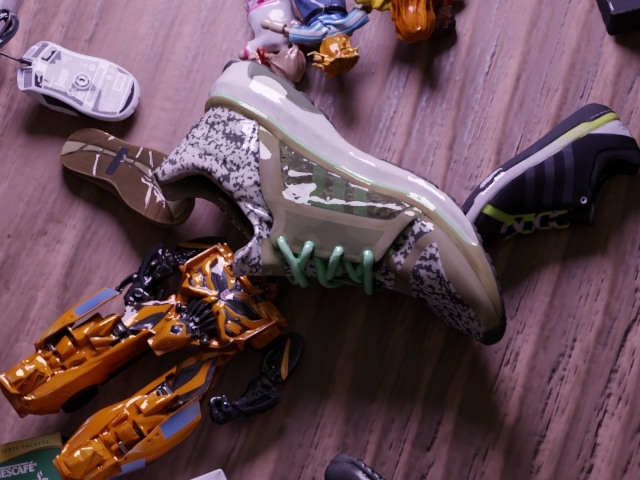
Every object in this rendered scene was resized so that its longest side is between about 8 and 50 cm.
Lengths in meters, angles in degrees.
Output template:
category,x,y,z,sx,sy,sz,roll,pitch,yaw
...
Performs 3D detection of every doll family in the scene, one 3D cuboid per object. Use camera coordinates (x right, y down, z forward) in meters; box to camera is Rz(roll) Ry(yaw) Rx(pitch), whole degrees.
category,x,y,z,sx,sy,sz,roll,pitch,yaw
doll family,0.031,-0.256,1.622,0.263,0.118,0.163,-17,71,0

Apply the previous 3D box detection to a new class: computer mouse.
category,x,y,z,sx,sy,sz,roll,pitch,yaw
computer mouse,-0.290,-0.174,1.655,0.193,0.042,0.106,22,69,-5

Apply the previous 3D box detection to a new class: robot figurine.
category,x,y,z,sx,sy,sz,roll,pitch,yaw
robot figurine,-0.159,0.115,1.522,0.291,0.085,0.211,-35,72,-15

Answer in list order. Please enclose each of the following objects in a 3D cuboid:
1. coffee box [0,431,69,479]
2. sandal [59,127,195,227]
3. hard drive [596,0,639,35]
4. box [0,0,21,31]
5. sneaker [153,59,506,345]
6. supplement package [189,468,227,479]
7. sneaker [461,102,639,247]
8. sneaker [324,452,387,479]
category,x,y,z,sx,sy,sz,roll,pitch,yaw
coffee box,-0.293,0.289,1.515,0.113,0.040,0.184,-11,71,3
sandal,-0.199,-0.065,1.625,0.180,0.049,0.072,26,70,29
hard drive,0.377,-0.405,1.664,0.236,0.064,0.339,-15,71,1
box,-0.448,-0.300,1.723,0.232,0.058,0.322,19,73,12
sneaker,0.000,0.000,1.514,0.410,0.158,0.182,36,68,24
supplement package,-0.177,0.358,1.374,0.261,0.145,0.204,-17,68,-29
sneaker,0.233,-0.045,1.548,0.234,0.084,0.097,-39,73,-7
sneaker,0.081,0.350,1.412,0.146,0.122,0.330,-35,71,-8
